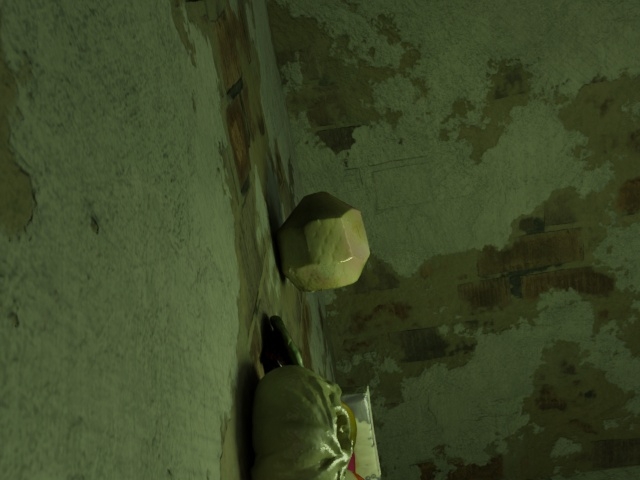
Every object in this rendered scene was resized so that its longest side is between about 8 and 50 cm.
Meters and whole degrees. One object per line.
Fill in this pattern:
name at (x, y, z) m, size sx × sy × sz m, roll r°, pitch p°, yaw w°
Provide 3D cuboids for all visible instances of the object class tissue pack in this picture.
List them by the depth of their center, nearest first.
tissue pack at (0.067, 0.680, 2.286) m, size 0.125 × 0.243 × 0.343 m, roll -35°, pitch 117°, yaw -86°

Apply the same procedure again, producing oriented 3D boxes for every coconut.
coconut at (0.000, 0.000, 2.335) m, size 0.352 × 0.353 × 0.352 m, roll -9°, pitch 90°, yaw -86°

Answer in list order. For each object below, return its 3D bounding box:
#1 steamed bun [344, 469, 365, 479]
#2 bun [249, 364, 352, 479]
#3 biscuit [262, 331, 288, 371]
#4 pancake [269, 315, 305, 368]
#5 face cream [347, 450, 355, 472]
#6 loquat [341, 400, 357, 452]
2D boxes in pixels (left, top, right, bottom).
steamed bun at (0.067, 0.788, 1.791) m, size 0.374 × 0.242 × 0.374 m, roll -16°, pitch 90°, yaw -73°
bun at (-0.037, 0.457, 1.546) m, size 0.365 × 0.220 × 0.364 m, roll -5°, pitch 90°, yaw -86°
biscuit at (-0.106, 0.377, 1.814) m, size 0.151 × 0.063 × 0.235 m, roll -127°, pitch -158°, yaw -73°
pancake at (-0.084, 0.322, 1.888) m, size 0.253 × 0.037 × 0.253 m, roll 158°, pitch -90°, yaw -78°
face cream at (0.021, 0.692, 2.078) m, size 0.194 × 0.175 × 0.175 m, roll -92°, pitch 172°, yaw -59°
loquat at (-0.007, 0.534, 1.952) m, size 0.213 × 0.214 × 0.246 m, roll 74°, pitch -9°, yaw -60°
